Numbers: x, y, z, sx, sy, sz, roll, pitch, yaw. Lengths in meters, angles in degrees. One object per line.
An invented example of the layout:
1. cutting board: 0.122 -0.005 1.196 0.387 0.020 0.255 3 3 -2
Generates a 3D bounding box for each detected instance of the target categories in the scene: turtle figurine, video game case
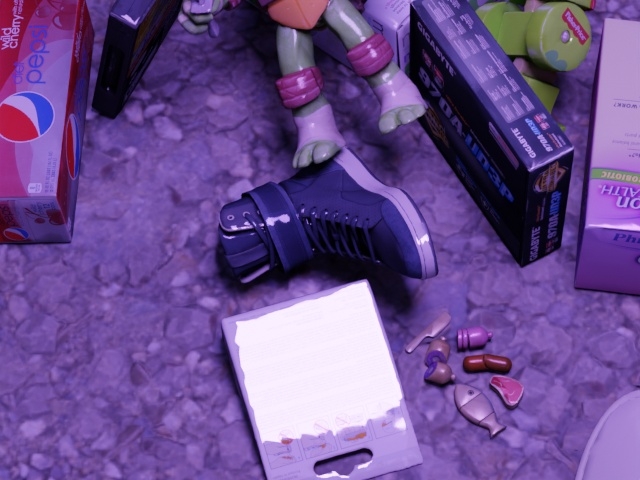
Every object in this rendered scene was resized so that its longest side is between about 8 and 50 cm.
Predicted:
1. turtle figurine: -0.016 -0.207 1.538 0.198 0.275 0.266 -29 100 -20
2. video game case: -0.139 -0.276 1.653 0.035 0.248 0.275 29 71 -3

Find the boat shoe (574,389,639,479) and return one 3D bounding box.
1. boat shoe: 0.289 0.279 1.425 0.099 0.116 0.319 28 45 -31

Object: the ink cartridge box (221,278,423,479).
1. ink cartridge box: 0.001 0.139 1.547 0.145 0.045 0.179 -15 78 -7

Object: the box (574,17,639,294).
1. box: 0.360 -0.072 1.600 0.214 0.117 0.243 6 59 6

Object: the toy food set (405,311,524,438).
1. toy food set: 0.140 0.116 1.554 0.078 0.019 0.122 -41 65 -19

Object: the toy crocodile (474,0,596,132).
1. toy crocodile: 0.227 -0.262 1.644 0.115 0.105 0.340 10 89 53

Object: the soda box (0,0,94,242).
1. soda box: -0.282 -0.131 1.680 0.083 0.092 0.263 -1 59 3

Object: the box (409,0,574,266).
1. box: 0.157 -0.108 1.597 0.051 0.175 0.220 -26 62 -12

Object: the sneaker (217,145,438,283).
1. sneaker: 0.000 0.001 1.558 0.163 0.086 0.226 -24 30 -15

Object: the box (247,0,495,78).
1. box: 0.075 -0.319 1.755 0.231 0.126 0.262 35 67 21
